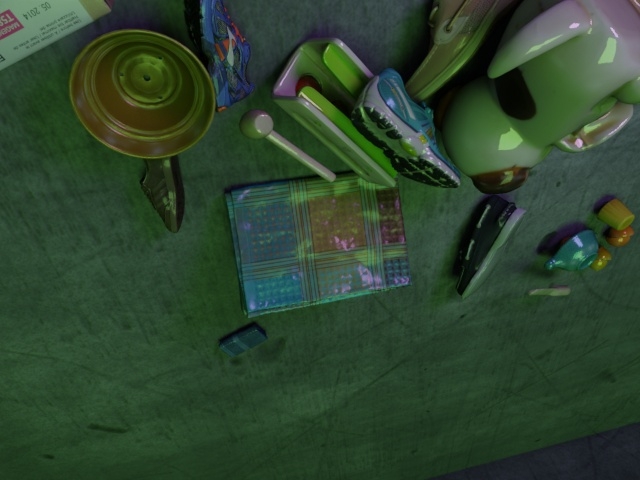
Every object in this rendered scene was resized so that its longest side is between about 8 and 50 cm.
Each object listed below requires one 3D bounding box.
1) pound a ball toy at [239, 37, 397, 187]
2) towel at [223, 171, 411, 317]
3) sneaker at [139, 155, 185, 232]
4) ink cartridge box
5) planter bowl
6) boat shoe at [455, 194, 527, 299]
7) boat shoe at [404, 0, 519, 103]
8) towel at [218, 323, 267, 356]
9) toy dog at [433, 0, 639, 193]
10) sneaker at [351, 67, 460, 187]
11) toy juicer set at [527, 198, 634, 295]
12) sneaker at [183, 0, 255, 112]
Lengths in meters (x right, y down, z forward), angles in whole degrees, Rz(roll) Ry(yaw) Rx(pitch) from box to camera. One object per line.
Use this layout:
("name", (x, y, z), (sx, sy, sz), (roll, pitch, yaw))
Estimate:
("pound a ball toy", (0.012, -0.200, 0.913), (0.319, 0.136, 0.208), (33, 85, -38))
("towel", (0.000, 0.000, 1.080), (0.371, 0.040, 0.271), (-9, 96, -8))
("sneaker", (-0.307, -0.100, 0.992), (0.071, 0.066, 0.188), (5, 126, 1))
("ink cartridge box", (-0.388, -0.314, 0.672), (0.235, 0.193, 0.088), (-24, 133, 6))
("planter bowl", (-0.283, -0.247, 0.833), (0.217, 0.090, 0.217), (-8, 132, -9))
("boat shoe", (0.404, 0.021, 1.288), (0.114, 0.091, 0.302), (-22, 143, -44))
("boat shoe", (0.241, -0.376, 0.876), (0.110, 0.121, 0.341), (41, 116, -1))
("towel", (-0.205, 0.263, 1.361), (0.120, 0.029, 0.067), (-28, 133, 10))
("toy dog", (0.378, -0.244, 0.873), (0.395, 0.284, 0.408), (-35, 173, -29))
("sneaker", (0.170, -0.181, 0.888), (0.275, 0.107, 0.109), (39, 73, -38))
("toy juicer set", (0.701, 0.041, 1.402), (0.329, 0.089, 0.209), (-46, 141, 13))
("sneaker", (-0.158, -0.321, 0.825), (0.087, 0.083, 0.221), (-24, 137, -22))
